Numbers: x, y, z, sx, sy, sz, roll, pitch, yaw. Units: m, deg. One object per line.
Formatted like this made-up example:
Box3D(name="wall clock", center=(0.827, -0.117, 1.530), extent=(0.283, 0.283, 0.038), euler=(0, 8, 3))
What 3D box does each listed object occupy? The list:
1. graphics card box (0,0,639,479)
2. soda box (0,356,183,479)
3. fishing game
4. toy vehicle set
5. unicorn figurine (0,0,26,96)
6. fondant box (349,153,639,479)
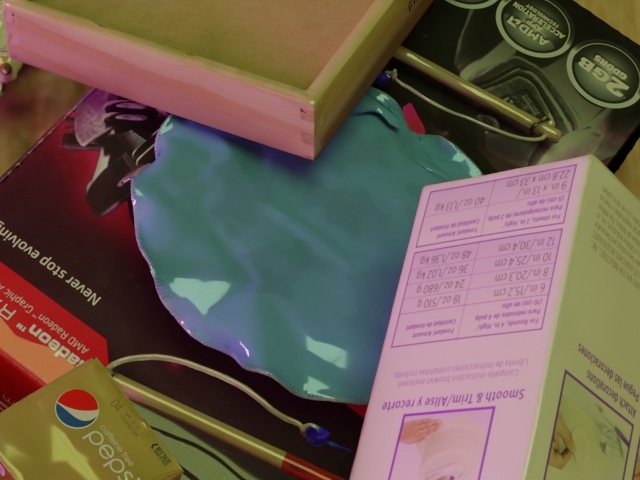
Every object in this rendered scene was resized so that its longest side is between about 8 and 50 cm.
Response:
Box3D(name="graphics card box", center=(-0.008, -0.015, 0.929), extent=(0.233, 0.094, 0.371), euler=(36, 59, 9))
Box3D(name="soda box", center=(-0.110, 0.123, 0.774), extent=(0.058, 0.181, 0.061), euler=(-32, 72, -27))
Box3D(name="fishing game", center=(0.000, 0.000, 0.847), extent=(0.189, 0.041, 0.264), euler=(25, 51, 1))
Box3D(name="toy vehicle set", center=(-0.016, -0.159, 0.919), extent=(0.166, 0.035, 0.267), euler=(20, 50, 19))
Box3D(name="unicorn figurine", center=(-0.162, -0.135, 0.989), extent=(0.111, 0.060, 0.162), euler=(-29, 55, -25))
Box3D(name="fondant box", center=(0.109, 0.166, 0.761), extent=(0.238, 0.096, 0.330), euler=(38, 55, -39))
